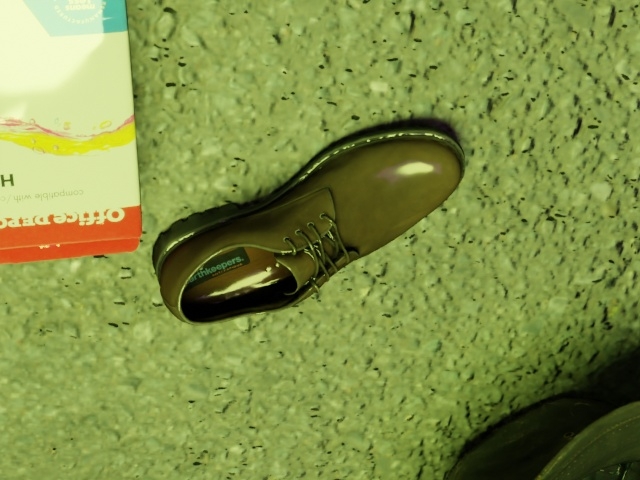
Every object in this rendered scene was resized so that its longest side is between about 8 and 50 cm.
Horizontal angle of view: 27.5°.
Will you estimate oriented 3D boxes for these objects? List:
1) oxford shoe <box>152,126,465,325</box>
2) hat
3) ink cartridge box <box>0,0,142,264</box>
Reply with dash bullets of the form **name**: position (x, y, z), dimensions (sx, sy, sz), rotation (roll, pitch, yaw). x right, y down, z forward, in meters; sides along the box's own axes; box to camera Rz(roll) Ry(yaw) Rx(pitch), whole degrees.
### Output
- **oxford shoe**: position (0.000, 0.000, 0.877), dimensions (0.227, 0.096, 0.082), rotation (-28, 118, 2)
- **hat**: position (0.189, 0.202, 1.001), dimensions (0.331, 0.134, 0.331), rotation (-17, 131, -21)
- **ink cartridge box**: position (-0.181, -0.072, 0.810), dimensions (0.134, 0.078, 0.231), rotation (-6, 119, -9)
